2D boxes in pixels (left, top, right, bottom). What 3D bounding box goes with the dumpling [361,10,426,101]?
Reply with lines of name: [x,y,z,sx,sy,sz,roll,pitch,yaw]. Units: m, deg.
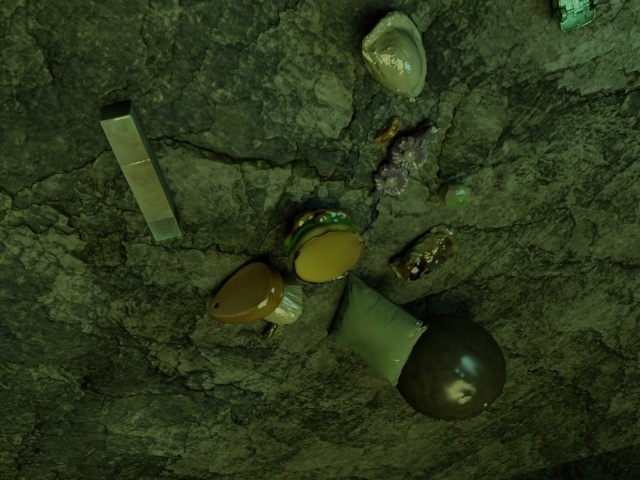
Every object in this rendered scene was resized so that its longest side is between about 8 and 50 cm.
dumpling: [0.183,-0.436,1.376,0.247,0.142,0.173,33,84,-50]

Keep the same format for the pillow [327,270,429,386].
pillow: [0.174,0.290,1.918,0.119,0.310,0.312,-28,145,-41]

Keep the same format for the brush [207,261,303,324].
brush: [-0.200,0.186,1.786,0.266,0.174,0.166,-27,142,19]

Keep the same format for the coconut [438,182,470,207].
coconut: [0.396,-0.132,1.730,0.082,0.081,0.083,-34,123,-3]

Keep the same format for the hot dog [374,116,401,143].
hot dog: [0.181,-0.286,1.562,0.030,0.034,0.090,27,118,-34]

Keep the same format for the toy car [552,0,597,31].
toy car: [0.579,-0.605,1.370,0.090,0.076,0.224,-21,125,4]

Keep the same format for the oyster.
oyster: [0.335,0.056,1.867,0.232,0.107,0.162,-24,124,2]

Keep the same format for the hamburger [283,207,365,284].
hamburger: [0.000,0.000,1.685,0.237,0.149,0.237,-14,139,-12]

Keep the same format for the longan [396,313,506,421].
longan: [0.433,0.442,2.034,0.391,0.391,0.391,-8,132,-9]

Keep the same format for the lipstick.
lipstick: [-0.436,-0.162,1.464,0.076,0.080,0.371,-14,132,-3]

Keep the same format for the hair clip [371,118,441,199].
hair clip: [0.223,-0.214,1.618,0.106,0.084,0.292,26,126,-12]

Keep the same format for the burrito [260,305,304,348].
burrito: [-0.123,0.270,1.949,0.063,0.058,0.229,24,118,-27]
